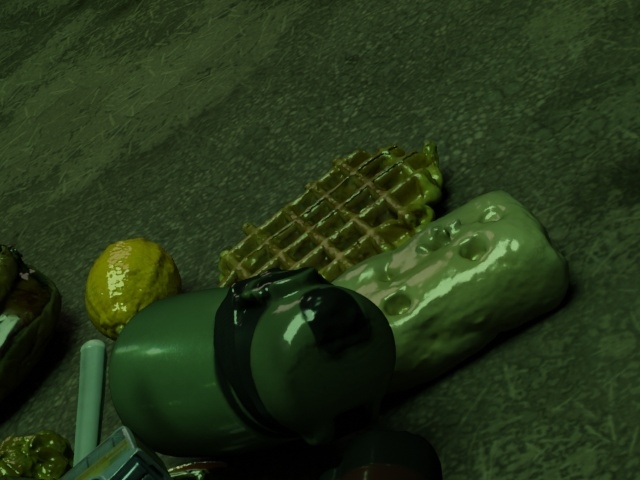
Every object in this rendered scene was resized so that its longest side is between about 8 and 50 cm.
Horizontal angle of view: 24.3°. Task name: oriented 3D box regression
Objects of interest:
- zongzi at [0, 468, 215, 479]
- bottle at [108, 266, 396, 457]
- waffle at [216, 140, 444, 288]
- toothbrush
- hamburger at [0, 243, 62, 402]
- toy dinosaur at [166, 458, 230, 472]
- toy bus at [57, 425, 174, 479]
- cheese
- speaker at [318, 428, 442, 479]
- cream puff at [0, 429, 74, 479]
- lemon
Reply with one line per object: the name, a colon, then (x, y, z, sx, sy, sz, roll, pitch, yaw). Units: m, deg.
zongzi: (-0.295, 0.376, 1.247, 0.418, 0.181, 0.447, 4, 43, 16)
bottle: (-0.063, 0.118, 1.401, 0.168, 0.168, 0.347, -51, 18, -28)
waffle: (0.009, -0.004, 1.697, 0.301, 0.058, 0.281, -26, 30, 15)
toothbrush: (-0.197, 0.208, 1.264, 0.030, 0.025, 0.342, -7, 40, -2)
hamburger: (-0.461, 0.128, 1.896, 0.285, 0.134, 0.265, 2, 52, 54)
toy dinosaur: (-0.214, 0.282, 1.448, 0.280, 0.101, 0.055, -31, -5, -11)
toy bus: (-0.203, 0.230, 1.171, 0.190, 0.064, 0.075, -40, 30, 1)
cheese: (0.108, 0.054, 1.479, 0.263, 0.093, 0.159, -32, 28, 4)
speaker: (0.002, 0.285, 1.162, 0.259, 0.198, 0.329, -18, 23, 5)
cream puff: (-0.299, 0.271, 1.518, 0.156, 0.156, 0.121, -13, 15, 33)
lemon: (-0.223, 0.063, 1.772, 0.114, 0.114, 0.155, -23, 36, 18)
